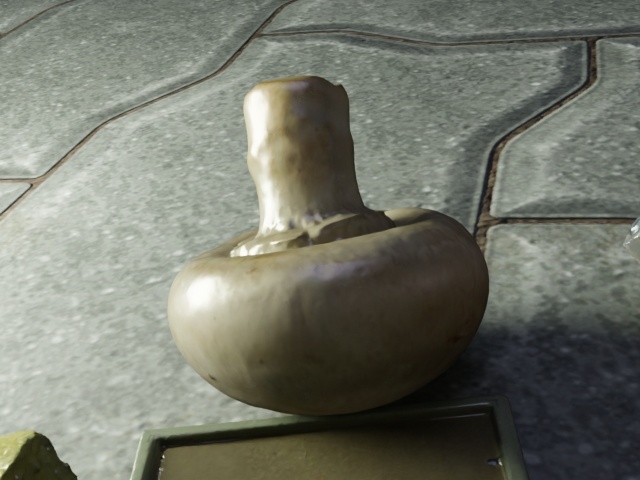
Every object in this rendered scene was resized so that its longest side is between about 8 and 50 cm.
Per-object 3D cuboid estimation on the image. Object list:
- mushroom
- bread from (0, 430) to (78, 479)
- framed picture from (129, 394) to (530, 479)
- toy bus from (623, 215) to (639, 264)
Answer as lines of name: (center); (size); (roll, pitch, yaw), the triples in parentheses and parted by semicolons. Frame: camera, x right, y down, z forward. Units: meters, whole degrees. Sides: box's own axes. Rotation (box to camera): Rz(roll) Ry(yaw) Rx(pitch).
mushroom: (0.014, 0.012, 0.596); (0.206, 0.209, 0.206); (20, 7, -2)
bread: (-0.189, 0.173, 0.476); (0.125, 0.086, 0.156); (-13, 25, 6)
framed picture: (0.000, 0.192, 0.454); (0.240, 0.020, 0.324); (-7, 29, 3)
toy bus: (0.334, -0.052, 0.520); (0.097, 0.138, 0.342); (-40, -2, -38)
